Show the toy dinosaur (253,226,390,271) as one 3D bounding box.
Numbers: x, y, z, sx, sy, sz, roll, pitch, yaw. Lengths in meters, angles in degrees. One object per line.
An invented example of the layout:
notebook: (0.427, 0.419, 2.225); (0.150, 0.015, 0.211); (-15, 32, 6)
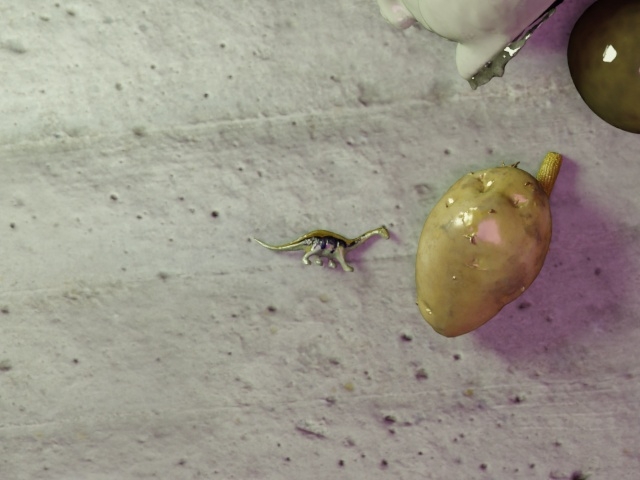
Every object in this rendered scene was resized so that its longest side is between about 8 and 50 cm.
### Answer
toy dinosaur: (0.002, 0.015, 1.534); (0.180, 0.037, 0.058); (-3, 85, -2)

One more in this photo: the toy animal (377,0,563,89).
toy animal: (0.129, -0.362, 1.323); (0.357, 0.194, 0.258); (45, 128, -3)

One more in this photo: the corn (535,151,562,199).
corn: (0.287, -0.074, 1.486); (0.027, 0.028, 0.083); (21, 105, 3)

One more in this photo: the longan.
longan: (0.384, -0.226, 1.360); (0.184, 0.159, 0.204); (7, 92, 4)

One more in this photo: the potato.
potato: (0.197, 0.013, 1.469); (0.161, 0.128, 0.235); (45, 113, -3)
